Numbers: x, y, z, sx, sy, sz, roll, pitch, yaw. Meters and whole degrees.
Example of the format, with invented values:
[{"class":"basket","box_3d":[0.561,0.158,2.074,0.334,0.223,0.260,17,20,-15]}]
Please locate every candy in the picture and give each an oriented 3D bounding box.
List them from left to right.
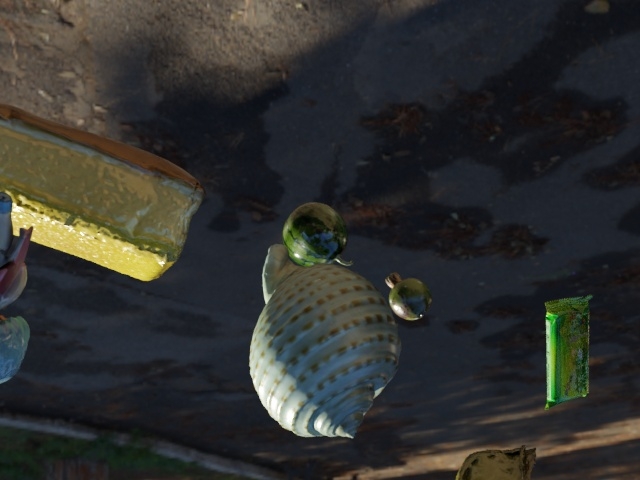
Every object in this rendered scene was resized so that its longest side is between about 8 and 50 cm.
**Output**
[{"class":"candy","box_3d":[0.399,0.179,1.174,0.102,0.179,0.032,-8,-170,-34]}]

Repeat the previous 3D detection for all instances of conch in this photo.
[{"class":"conch","box_3d":[0.012,0.089,0.695,0.131,0.200,0.172,-18,155,31]}]

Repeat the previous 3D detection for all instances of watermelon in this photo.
[{"class":"watermelon","box_3d":[-0.006,-0.004,1.070,0.108,0.109,0.109,-5,157,-2]}]

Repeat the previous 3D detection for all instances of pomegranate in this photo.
[{"class":"pomegranate","box_3d":[0.136,0.089,1.168,0.084,0.073,0.073,31,157,8]}]

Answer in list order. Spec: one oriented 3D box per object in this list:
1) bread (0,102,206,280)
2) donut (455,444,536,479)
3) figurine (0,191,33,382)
[{"class":"bread","box_3d":[-0.354,-0.059,1.075,0.332,0.143,0.323,22,165,-17]},{"class":"donut","box_3d":[0.212,0.387,0.906,0.107,0.272,0.272,4,160,18]},{"class":"figurine","box_3d":[-0.418,0.069,0.856,0.205,0.102,0.260,-14,128,-48]}]
